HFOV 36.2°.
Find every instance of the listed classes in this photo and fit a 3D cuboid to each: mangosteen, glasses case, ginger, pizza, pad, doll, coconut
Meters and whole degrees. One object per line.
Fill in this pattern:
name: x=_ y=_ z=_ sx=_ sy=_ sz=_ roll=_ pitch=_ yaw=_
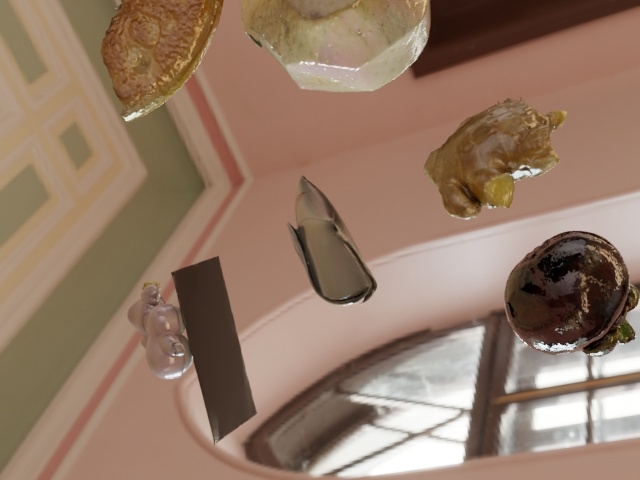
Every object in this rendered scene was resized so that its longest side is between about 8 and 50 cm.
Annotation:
mangosteen: x=0.411 y=0.099 z=1.614 sx=0.216 sy=0.216 sz=0.216 roll=45 pitch=-142 yaw=-51
glasses case: x=-0.001 y=-0.002 z=1.457 sx=0.128 sy=0.083 sz=0.308 roll=64 pitch=178 yaw=-19
ginger: x=0.248 y=-0.126 z=1.367 sx=0.102 sy=0.216 sz=0.157 roll=54 pitch=-174 yaw=-37
pizza: x=-0.200 y=-0.279 z=1.252 sx=0.056 sy=0.134 sz=0.271 roll=9 pitch=-84 yaw=-79
pad: x=-0.222 y=0.225 z=2.092 sx=0.247 sy=0.007 sz=0.367 roll=-20 pitch=-83 yaw=-72
doll: x=-0.345 y=0.187 z=2.092 sx=0.365 sy=0.094 sz=0.160 roll=-153 pitch=64 yaw=-64
coconut: x=0.028 y=-0.417 z=1.684 sx=0.352 sy=0.352 sz=0.352 roll=45 pitch=-142 yaw=-51
